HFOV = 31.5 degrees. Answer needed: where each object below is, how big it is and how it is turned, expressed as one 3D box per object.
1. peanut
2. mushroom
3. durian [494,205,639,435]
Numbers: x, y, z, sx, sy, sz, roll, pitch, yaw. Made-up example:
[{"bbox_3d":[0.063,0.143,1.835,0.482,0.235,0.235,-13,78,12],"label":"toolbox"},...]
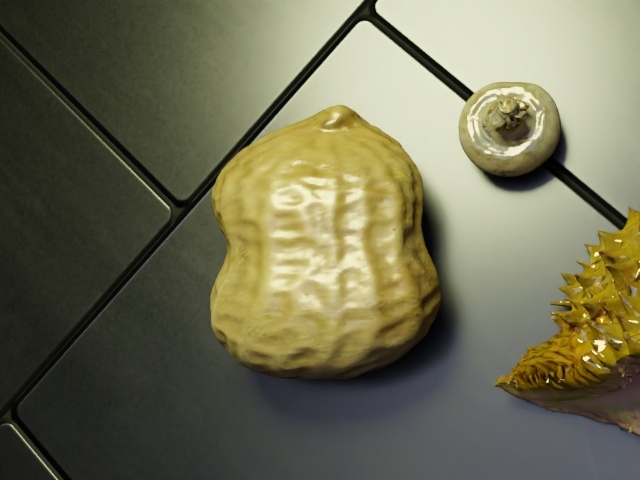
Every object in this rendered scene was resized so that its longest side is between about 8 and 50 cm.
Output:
[{"bbox_3d":[0.000,0.000,0.946,0.196,0.110,0.233,-7,79,16],"label":"peanut"},{"bbox_3d":[0.154,-0.096,0.931,0.085,0.079,0.085,-2,81,16],"label":"mushroom"},{"bbox_3d":[0.294,0.050,0.841,0.305,0.185,0.196,10,61,38],"label":"durian"}]
